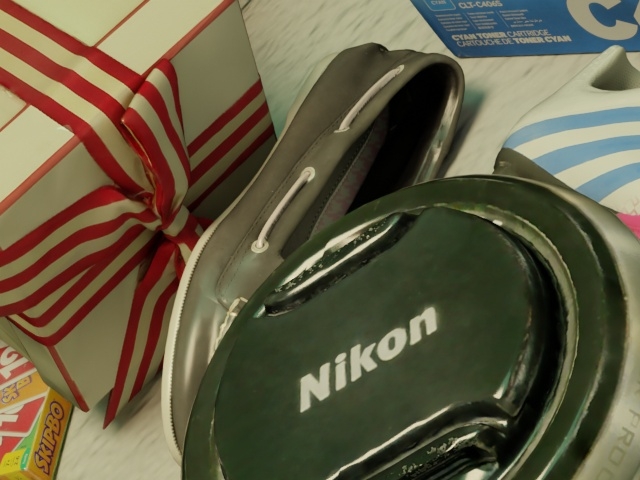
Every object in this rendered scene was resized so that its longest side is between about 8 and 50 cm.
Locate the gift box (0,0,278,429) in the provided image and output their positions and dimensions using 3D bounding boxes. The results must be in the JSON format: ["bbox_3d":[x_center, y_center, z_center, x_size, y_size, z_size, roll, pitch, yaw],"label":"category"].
[{"bbox_3d":[-0.184,-0.042,1.037,0.258,0.255,0.276,30,70,29],"label":"gift box"}]

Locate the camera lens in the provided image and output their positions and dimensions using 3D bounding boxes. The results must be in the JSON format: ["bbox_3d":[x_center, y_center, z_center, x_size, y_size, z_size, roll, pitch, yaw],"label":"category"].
[{"bbox_3d":[0.090,0.122,0.664,0.219,0.274,0.219,-23,43,23],"label":"camera lens"}]

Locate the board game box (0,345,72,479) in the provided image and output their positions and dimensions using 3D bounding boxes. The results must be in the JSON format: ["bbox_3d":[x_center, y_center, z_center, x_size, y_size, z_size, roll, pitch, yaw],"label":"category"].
[{"bbox_3d":[-0.297,0.153,1.168,0.259,0.039,0.124,-20,43,31],"label":"board game box"}]

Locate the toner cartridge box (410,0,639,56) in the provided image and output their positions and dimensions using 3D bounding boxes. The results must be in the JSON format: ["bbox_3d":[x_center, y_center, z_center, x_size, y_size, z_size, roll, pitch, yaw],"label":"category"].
[{"bbox_3d":[0.194,-0.197,0.958,0.347,0.165,0.075,4,58,44],"label":"toner cartridge box"}]

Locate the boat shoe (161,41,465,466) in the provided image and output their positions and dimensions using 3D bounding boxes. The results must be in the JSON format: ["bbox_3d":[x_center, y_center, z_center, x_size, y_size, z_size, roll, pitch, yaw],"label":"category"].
[{"bbox_3d":[0.000,0.000,0.987,0.095,0.112,0.335,-4,50,40],"label":"boat shoe"}]

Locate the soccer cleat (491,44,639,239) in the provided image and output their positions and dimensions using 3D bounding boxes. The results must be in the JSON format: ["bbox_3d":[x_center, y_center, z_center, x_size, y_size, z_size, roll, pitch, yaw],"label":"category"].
[{"bbox_3d":[0.222,-0.024,0.811,0.143,0.116,0.331,-48,38,-5],"label":"soccer cleat"}]
